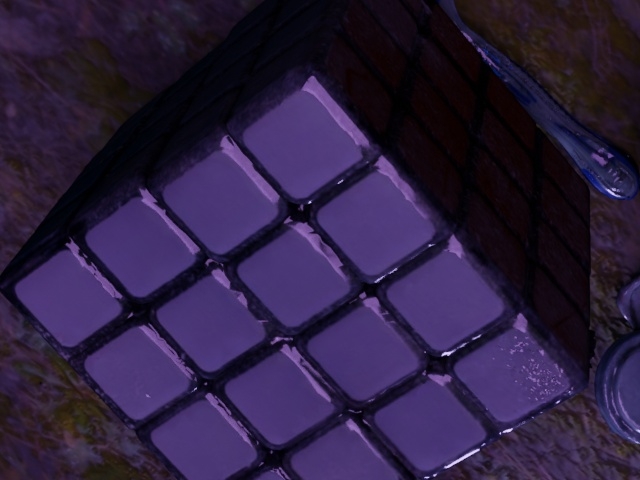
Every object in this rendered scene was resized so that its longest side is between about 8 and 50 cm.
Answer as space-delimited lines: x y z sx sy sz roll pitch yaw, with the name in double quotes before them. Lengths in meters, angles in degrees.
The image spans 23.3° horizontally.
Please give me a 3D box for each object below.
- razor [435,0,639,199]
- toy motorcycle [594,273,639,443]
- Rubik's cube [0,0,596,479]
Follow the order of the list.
"razor" 0.179 -0.142 1.417 0.324 0.056 0.093 42 105 -12
"toy motorcycle" 0.422 0.148 1.441 0.319 0.182 0.241 40 107 -10
"Rubik's cube" 0.000 0.000 1.303 0.337 0.344 0.344 -35 105 24
